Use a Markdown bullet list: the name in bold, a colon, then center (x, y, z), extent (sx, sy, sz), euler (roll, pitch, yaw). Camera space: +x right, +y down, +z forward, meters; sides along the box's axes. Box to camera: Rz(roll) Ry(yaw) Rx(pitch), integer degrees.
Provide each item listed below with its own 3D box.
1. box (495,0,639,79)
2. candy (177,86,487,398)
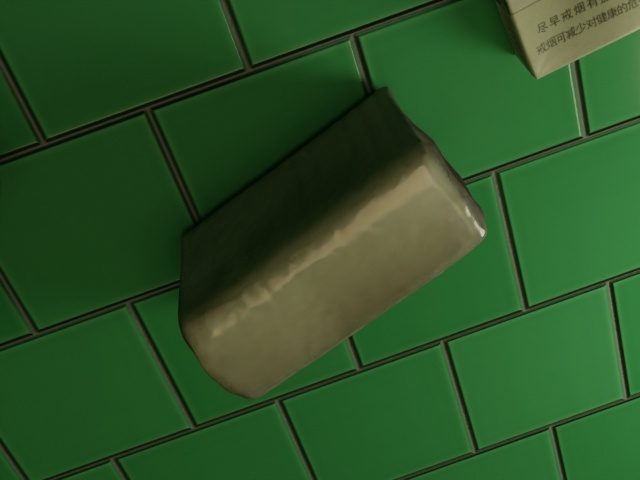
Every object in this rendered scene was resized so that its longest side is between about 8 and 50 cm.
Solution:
- **box**: center (0.261, -0.325, 1.179), extent (0.164, 0.069, 0.256), euler (-26, 127, 5)
- **candy**: center (-0.001, 0.000, 1.257), extent (0.358, 0.208, 0.145), euler (-35, 124, 12)
